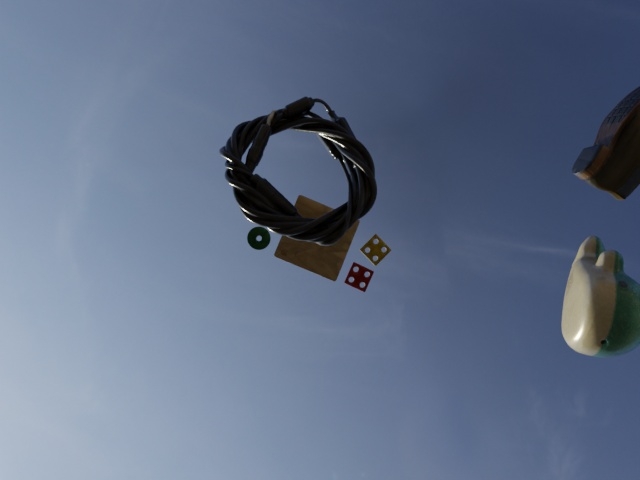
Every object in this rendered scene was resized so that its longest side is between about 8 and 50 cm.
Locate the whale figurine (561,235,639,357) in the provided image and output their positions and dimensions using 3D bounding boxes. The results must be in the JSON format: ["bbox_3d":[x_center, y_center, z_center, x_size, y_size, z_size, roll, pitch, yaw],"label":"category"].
[{"bbox_3d":[0.568,0.109,1.073,0.141,0.272,0.217,12,-52,12],"label":"whale figurine"}]

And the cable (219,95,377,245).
[{"bbox_3d":[-0.024,-0.074,0.567,0.150,0.047,0.185,-14,-118,-13],"label":"cable"}]

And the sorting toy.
[{"bbox_3d":[0.000,0.000,1.077,0.274,0.046,0.133,22,-95,-4],"label":"sorting toy"}]

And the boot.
[{"bbox_3d":[0.570,-0.181,0.993,0.106,0.082,0.219,36,-85,-7],"label":"boot"}]
